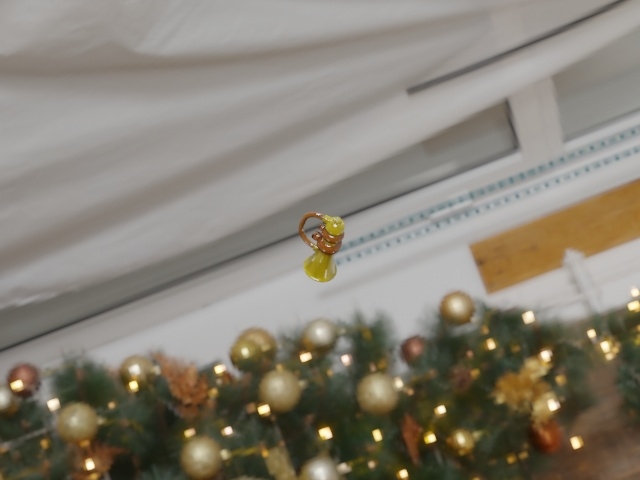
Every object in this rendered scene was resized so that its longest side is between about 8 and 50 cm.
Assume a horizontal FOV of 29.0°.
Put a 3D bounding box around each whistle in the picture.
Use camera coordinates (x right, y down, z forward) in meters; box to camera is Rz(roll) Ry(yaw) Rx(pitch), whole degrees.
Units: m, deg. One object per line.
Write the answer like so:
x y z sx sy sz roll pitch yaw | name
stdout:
0.003 -0.001 1.612 0.057 0.046 0.109 50 -32 29 | whistle
